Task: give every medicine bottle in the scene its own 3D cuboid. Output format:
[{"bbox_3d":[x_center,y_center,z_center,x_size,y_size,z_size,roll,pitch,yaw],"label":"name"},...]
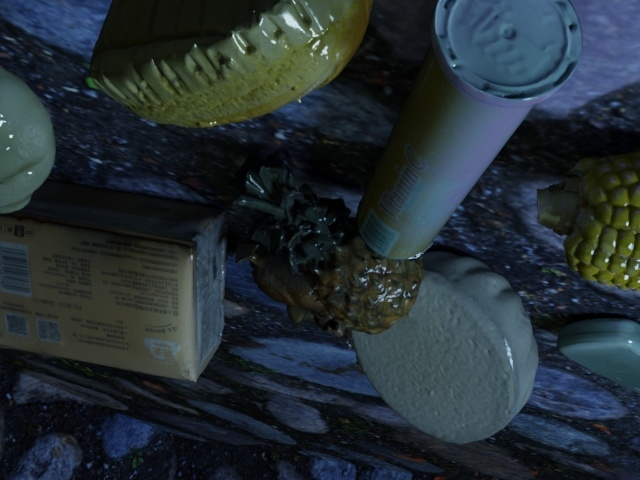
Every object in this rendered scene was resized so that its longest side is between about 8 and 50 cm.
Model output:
[{"bbox_3d":[0.105,-0.086,0.888,0.108,0.108,0.426,16,162,-3],"label":"medicine bottle"}]

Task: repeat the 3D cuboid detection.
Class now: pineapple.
[{"bbox_3d":[0.001,-0.001,1.130,0.248,0.128,0.128,39,152,-21],"label":"pineapple"}]

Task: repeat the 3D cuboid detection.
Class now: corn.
[{"bbox_3d":[0.363,-0.006,0.875,0.347,0.130,0.130,8,160,7],"label":"corn"}]

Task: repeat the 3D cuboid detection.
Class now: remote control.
[{"bbox_3d":[0.472,0.180,1.411,0.296,0.056,0.140,27,156,-27],"label":"remote control"}]

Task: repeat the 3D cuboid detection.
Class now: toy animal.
[{"bbox_3d":[-0.042,0.052,1.343,0.179,0.089,0.188,52,170,-27],"label":"toy animal"}]

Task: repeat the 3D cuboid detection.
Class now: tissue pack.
[{"bbox_3d":[-0.275,0.035,1.369,0.305,0.238,0.238,9,160,13],"label":"tissue pack"}]

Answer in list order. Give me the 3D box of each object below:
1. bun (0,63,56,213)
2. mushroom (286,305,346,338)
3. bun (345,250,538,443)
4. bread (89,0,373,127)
[{"bbox_3d":[-0.417,-0.114,1.095,0.259,0.160,0.259,11,158,5],"label":"bun"},{"bbox_3d":[0.084,0.125,1.471,0.270,0.103,0.118,11,174,18],"label":"mushroom"},{"bbox_3d":[0.182,0.115,1.298,0.263,0.175,0.263,25,131,32],"label":"bun"},{"bbox_3d":[-0.065,-0.160,0.744,0.236,0.140,0.106,-4,150,43],"label":"bread"}]
